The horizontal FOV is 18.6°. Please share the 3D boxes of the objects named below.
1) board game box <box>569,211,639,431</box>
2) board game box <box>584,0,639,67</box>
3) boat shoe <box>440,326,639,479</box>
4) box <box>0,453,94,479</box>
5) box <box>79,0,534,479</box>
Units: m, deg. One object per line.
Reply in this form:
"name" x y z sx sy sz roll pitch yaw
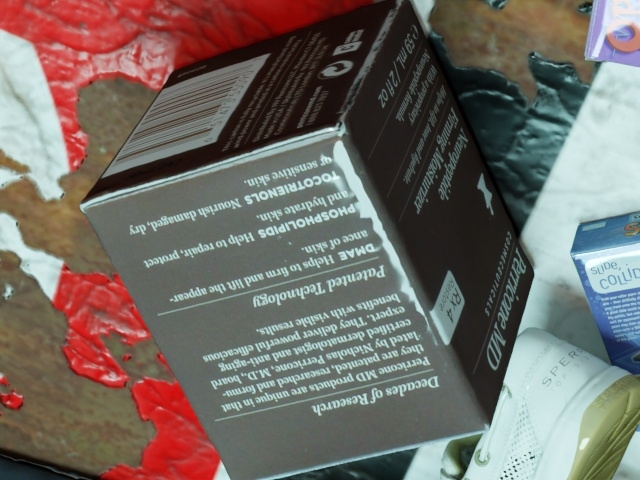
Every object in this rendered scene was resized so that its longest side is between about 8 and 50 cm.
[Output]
"board game box" 0.263 0.035 1.145 0.201 0.035 0.136 -11 118 23
"board game box" 0.259 -0.232 0.970 0.208 0.056 0.346 10 124 6
"boat shoe" 0.122 0.156 1.241 0.096 0.098 0.277 40 137 22
"box" -0.240 0.480 1.313 0.297 0.480 0.471 16 125 7
"box" 0.000 0.000 1.121 0.167 0.168 0.203 -16 116 24
